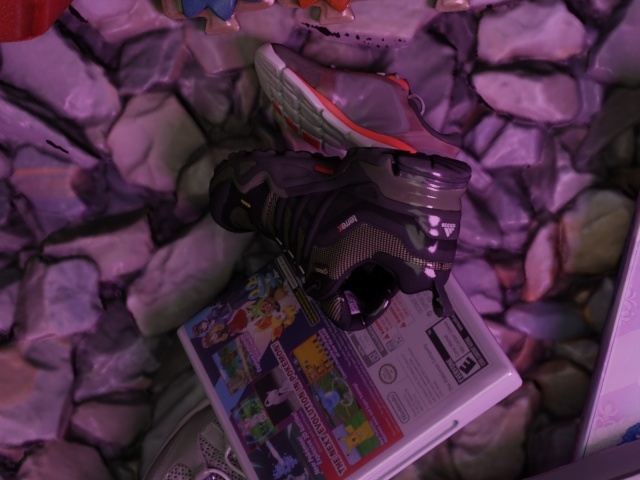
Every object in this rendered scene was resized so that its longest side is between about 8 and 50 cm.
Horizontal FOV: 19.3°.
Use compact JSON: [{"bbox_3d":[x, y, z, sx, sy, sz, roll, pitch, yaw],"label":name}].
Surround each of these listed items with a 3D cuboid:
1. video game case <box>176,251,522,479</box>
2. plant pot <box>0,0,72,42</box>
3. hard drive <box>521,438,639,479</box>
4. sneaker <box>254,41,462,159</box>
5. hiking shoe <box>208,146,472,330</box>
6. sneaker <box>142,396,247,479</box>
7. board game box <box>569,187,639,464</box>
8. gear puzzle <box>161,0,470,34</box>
[{"bbox_3d":[0.013,0.075,1.229,0.183,0.201,0.023,-36,136,6],"label":"video game case"},{"bbox_3d":[-0.254,-0.255,1.160,0.267,0.267,0.236,-1,114,10],"label":"plant pot"},{"bbox_3d":[0.210,0.316,1.288,0.233,0.047,0.353,-23,108,19],"label":"hard drive"},{"bbox_3d":[0.027,-0.090,1.266,0.158,0.061,0.065,38,69,8],"label":"sneaker"},{"bbox_3d":[0.000,0.000,1.210,0.086,0.227,0.114,8,85,-38],"label":"hiking shoe"},{"bbox_3d":[-0.027,0.138,1.283,0.281,0.115,0.105,-41,95,14],"label":"sneaker"},{"bbox_3d":[0.347,0.082,1.248,0.318,0.066,0.319,14,105,4],"label":"board game box"},{"bbox_3d":[0.046,-0.231,1.227,0.339,0.044,0.175,-5,102,8],"label":"gear puzzle"}]
